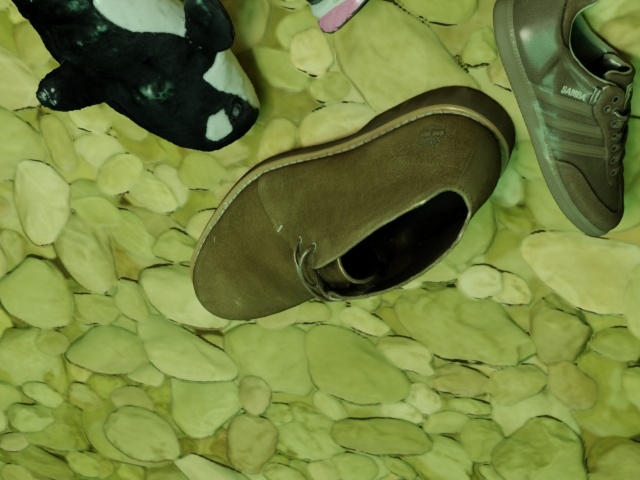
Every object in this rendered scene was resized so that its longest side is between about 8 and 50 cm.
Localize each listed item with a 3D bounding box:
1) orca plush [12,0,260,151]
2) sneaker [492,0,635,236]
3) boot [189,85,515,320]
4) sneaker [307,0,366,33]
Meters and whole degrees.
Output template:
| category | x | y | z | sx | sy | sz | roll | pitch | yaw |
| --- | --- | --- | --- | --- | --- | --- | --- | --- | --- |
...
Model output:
| category | x | y | z | sx | sy | sz | roll | pitch | yaw |
| --- | --- | --- | --- | --- | --- | --- | --- | --- | --- |
| orca plush | -0.147 | -0.133 | 0.917 | 0.151 | 0.102 | 0.287 | 13 | 155 | 30 |
| sneaker | 0.174 | -0.081 | 0.915 | 0.071 | 0.066 | 0.188 | -12 | 125 | 28 |
| boot | 0.000 | 0.000 | 1.022 | 0.112 | 0.115 | 0.305 | 43 | 132 | -20 |
| sneaker | 0.031 | -0.204 | 0.861 | 0.077 | 0.072 | 0.178 | 43 | 126 | -5 |
